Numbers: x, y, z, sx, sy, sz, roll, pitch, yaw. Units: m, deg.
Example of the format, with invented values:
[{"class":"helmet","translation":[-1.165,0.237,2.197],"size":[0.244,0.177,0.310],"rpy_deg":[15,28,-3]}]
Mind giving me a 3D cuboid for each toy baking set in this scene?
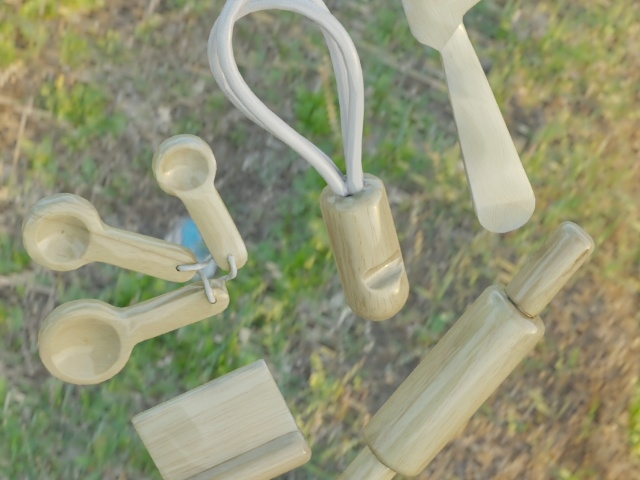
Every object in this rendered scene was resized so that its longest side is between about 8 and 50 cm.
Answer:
[{"class":"toy baking set","translation":[0.004,0.004,0.671],"size":[0.197,0.256,0.030],"rpy_deg":[36,16,-27]}]
